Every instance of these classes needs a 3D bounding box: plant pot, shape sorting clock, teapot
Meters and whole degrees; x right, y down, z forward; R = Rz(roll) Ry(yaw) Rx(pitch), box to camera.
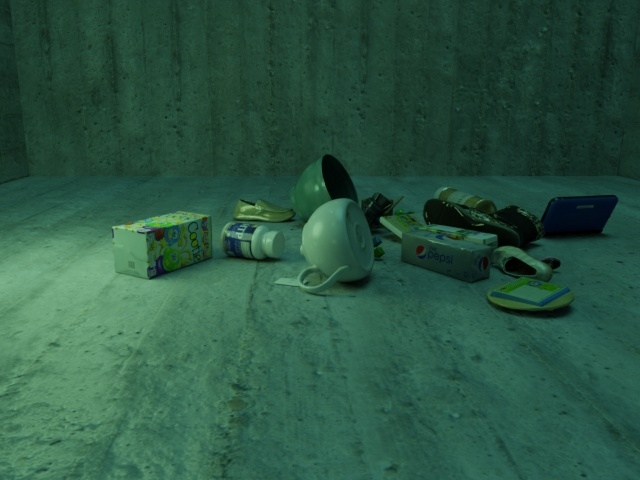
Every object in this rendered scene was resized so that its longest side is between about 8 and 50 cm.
[{"bbox_3d":[0.002,-0.180,2.326,0.196,0.292,0.293,-22,4,25],"label":"plant pot"},{"bbox_3d":[0.527,0.140,1.442,0.207,0.040,0.206,-3,16,1],"label":"shape sorting clock"},{"bbox_3d":[0.028,0.013,1.612,0.187,0.252,0.256,-15,-7,22],"label":"teapot"}]

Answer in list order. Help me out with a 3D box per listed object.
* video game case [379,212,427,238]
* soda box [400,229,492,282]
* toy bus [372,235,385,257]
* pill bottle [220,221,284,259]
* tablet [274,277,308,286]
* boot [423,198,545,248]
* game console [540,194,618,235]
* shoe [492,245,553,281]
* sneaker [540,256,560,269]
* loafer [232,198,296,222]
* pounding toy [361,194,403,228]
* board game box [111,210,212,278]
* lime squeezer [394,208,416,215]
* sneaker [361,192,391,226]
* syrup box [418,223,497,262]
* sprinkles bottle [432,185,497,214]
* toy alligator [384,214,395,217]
[{"bbox_3d":[0.363,-0.040,2.102,0.207,0.026,0.227,-7,30,-28],"label":"video game case"},{"bbox_3d":[0.374,0.040,1.731,0.091,0.097,0.286,-9,16,-35],"label":"soda box"},{"bbox_3d":[0.090,0.011,1.822,0.191,0.104,0.202,50,29,8],"label":"toy bus"},{"bbox_3d":[-0.215,0.003,1.833,0.187,0.111,0.112,7,15,24],"label":"pill bottle"},{"bbox_3d":[-0.081,0.115,1.598,0.084,0.006,0.054,6,14,19],"label":"tablet"},{"bbox_3d":[0.585,-0.063,2.039,0.284,0.138,0.378,-13,28,-44],"label":"boot"},{"bbox_3d":[0.949,-0.110,2.235,0.294,0.250,0.173,-3,41,-15],"label":"game console"},{"bbox_3d":[0.577,0.066,1.675,0.058,0.076,0.219,-1,15,-27],"label":"shoe"},{"bbox_3d":[0.660,0.080,1.701,0.120,0.047,0.057,-7,21,-2],"label":"sneaker"},{"bbox_3d":[-0.239,-0.131,2.422,0.269,0.091,0.102,1,14,1],"label":"loafer"},{"bbox_3d":[0.250,-0.121,2.319,0.141,0.130,0.100,-7,16,-29],"label":"pounding toy"},{"bbox_3d":[-0.475,0.006,1.748,0.145,0.141,0.275,8,16,29],"label":"board game box"},{"bbox_3d":[0.377,-0.090,2.395,0.110,0.058,0.310,28,-4,-32],"label":"lime squeezer"},{"bbox_3d":[0.186,-0.100,2.156,0.163,0.086,0.226,-42,7,17],"label":"sneaker"},{"bbox_3d":[0.439,0.013,1.846,0.237,0.096,0.093,12,17,42],"label":"syrup box"},{"bbox_3d":[0.614,-0.150,2.468,0.121,0.121,0.355,-3,15,-15],"label":"sprinkles bottle"},{"bbox_3d":[0.324,-0.053,2.228,0.190,0.056,0.051,18,66,33],"label":"toy alligator"}]
